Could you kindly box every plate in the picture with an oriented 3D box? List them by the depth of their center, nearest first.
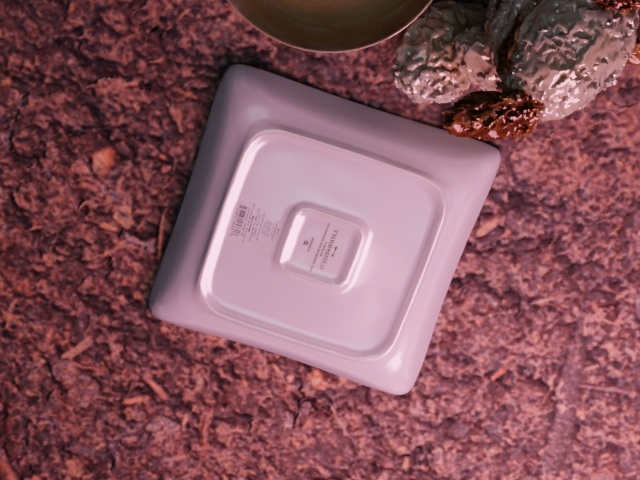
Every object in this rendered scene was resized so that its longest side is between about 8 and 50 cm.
[{"bbox_3d":[0.000,0.000,1.734,0.278,0.045,0.277,18,111,-5],"label":"plate"}]

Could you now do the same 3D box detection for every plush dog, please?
[{"bbox_3d":[0.203,-0.179,1.561,0.211,0.225,0.262,31,109,-10],"label":"plush dog"}]

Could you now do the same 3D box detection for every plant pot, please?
[{"bbox_3d":[0.010,-0.285,1.602,0.236,0.032,0.236,3,102,16],"label":"plant pot"}]
